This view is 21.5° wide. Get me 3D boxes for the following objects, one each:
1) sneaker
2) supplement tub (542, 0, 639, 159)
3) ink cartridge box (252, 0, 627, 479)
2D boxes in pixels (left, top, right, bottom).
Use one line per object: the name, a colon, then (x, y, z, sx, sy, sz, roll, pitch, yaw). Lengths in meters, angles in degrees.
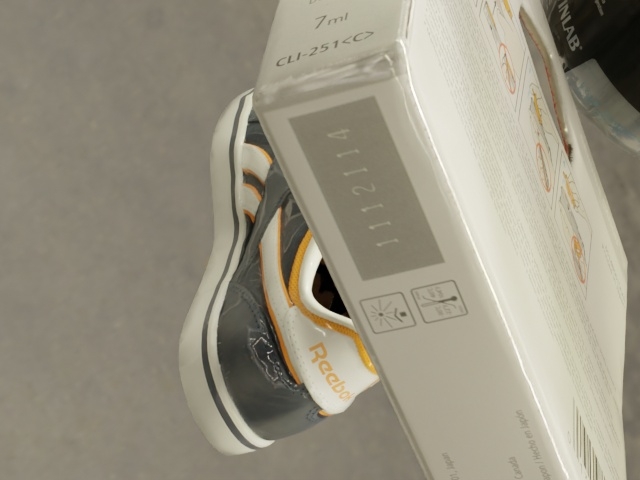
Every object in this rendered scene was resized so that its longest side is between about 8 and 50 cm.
sneaker: (0.000, 0.000, 1.085, 0.126, 0.127, 0.321, 55, 24, -34)
supplement tub: (0.319, -0.205, 1.130, 0.207, 0.338, 0.207, 15, 57, -24)
ink cartridge box: (0.071, -0.017, 0.754, 0.261, 0.066, 0.296, -77, 149, -53)
